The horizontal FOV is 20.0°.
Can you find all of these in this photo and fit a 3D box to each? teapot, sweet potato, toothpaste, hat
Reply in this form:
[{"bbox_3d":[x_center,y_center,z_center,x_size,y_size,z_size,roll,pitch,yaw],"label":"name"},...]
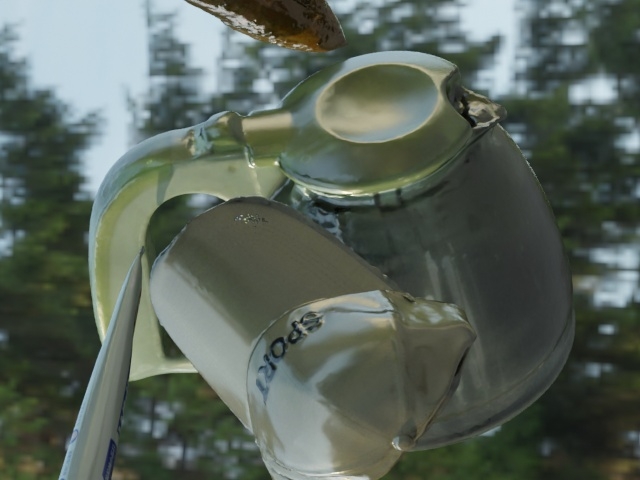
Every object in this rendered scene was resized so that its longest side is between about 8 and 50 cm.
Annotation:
[{"bbox_3d":[0.013,-0.014,1.289,0.239,0.322,0.239,-60,-32,-41],"label":"teapot"},{"bbox_3d":[-0.056,-0.182,1.308,0.206,0.068,0.060,13,-142,-37],"label":"sweet potato"},{"bbox_3d":[-0.136,0.103,1.141,0.052,0.033,0.218,105,176,-54],"label":"toothpaste"},{"bbox_3d":[-0.019,0.057,0.983,0.147,0.175,0.085,-51,-5,6],"label":"hat"}]
